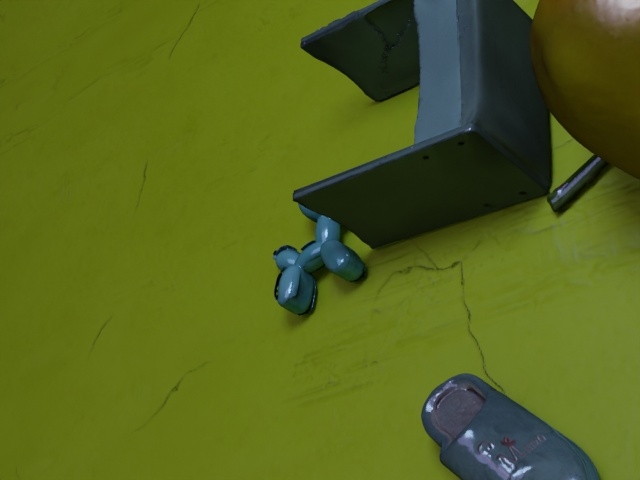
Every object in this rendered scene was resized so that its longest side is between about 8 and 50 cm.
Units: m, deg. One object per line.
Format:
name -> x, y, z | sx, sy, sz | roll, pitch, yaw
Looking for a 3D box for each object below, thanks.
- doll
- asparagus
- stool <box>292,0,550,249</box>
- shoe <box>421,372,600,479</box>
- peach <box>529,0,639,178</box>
doll -> 0.000, 0.000, 1.582 | 0.159, 0.059, 0.159 | -39, 46, 22
asparagus -> 0.345, -0.124, 1.357 | 0.248, 0.025, 0.024 | -46, 1, 13
stool -> 0.122, -0.158, 1.478 | 0.269, 0.170, 0.244 | -19, 54, 35
shoe -> 0.179, 0.214, 1.263 | 0.103, 0.100, 0.251 | -56, 40, 2
peach -> 0.366, -0.187, 1.195 | 0.307, 0.289, 0.289 | 24, 83, 10
